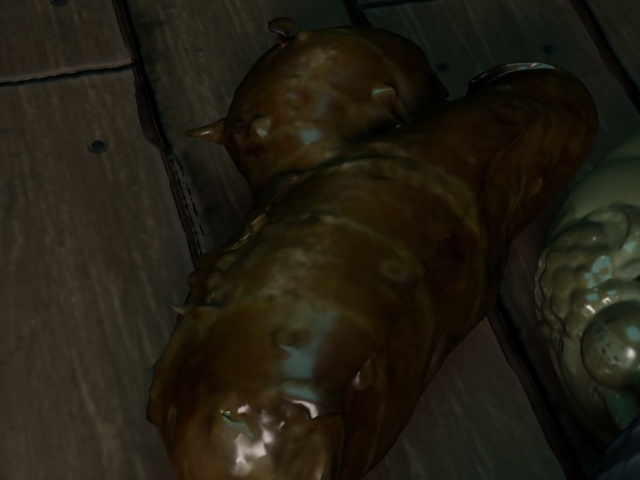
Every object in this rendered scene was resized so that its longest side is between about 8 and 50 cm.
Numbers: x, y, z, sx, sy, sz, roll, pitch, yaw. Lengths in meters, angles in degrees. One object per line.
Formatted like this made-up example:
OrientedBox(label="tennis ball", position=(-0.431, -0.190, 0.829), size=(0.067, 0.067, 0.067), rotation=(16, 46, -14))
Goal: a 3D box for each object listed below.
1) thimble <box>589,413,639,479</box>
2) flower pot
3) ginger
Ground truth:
OrientedBox(label="thimble", position=(0.222, 0.182, 0.626), size=(0.205, 0.236, 0.172), rotation=(17, 50, 15))
OrientedBox(label="flower pot", position=(0.292, 0.005, 0.766), size=(0.307, 0.244, 0.307), rotation=(2, 51, -3))
OrientedBox(label="ginger", position=(0.000, 0.000, 0.791), size=(0.254, 0.176, 0.418), rotation=(19, 50, 19))
